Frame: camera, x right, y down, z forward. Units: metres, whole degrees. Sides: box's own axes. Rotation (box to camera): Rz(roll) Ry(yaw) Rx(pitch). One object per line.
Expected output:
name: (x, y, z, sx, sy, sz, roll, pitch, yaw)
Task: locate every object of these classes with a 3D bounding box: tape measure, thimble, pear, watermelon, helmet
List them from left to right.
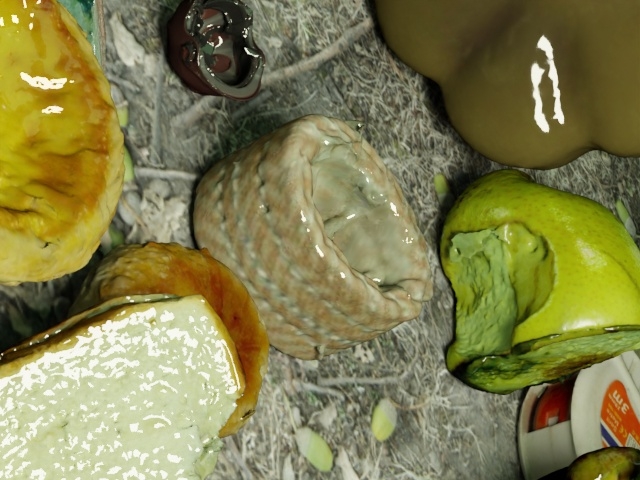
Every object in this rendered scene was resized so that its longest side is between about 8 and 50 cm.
watermelon: (-0.217, -0.178, 1.329, 0.094, 0.081, 0.180, 16, 74, -67)
helmet: (-0.112, -0.189, 1.467, 0.098, 0.070, 0.123, 3, 76, -46)
thimble: (-0.005, -0.001, 1.439, 0.229, 0.148, 0.196, 61, 35, -5)
pear: (0.252, 0.026, 1.685, 0.164, 0.238, 0.255, 16, 61, -42)
tape measure: (0.346, 0.257, 1.782, 0.258, 0.130, 0.265, 52, 43, -17)

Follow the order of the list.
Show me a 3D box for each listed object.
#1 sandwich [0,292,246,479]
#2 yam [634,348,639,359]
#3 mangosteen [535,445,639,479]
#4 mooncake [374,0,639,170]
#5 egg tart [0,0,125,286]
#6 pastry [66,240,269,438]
sandwich: (-0.151, 0.195, 1.100, 0.254, 0.099, 0.288, -21, 89, -30)
yam: (0.495, 0.170, 2.001, 0.304, 0.168, 0.168, 60, 35, -6)
mangosteen: (0.290, 0.358, 1.496, 0.313, 0.297, 0.297, 42, 40, -53)
mooncake: (0.309, -0.313, 1.764, 0.262, 0.467, 0.467, -18, 86, -62)
egg tart: (-0.289, -0.105, 1.136, 0.319, 0.128, 0.319, 33, 46, -42)
pastry: (-0.127, 0.094, 1.266, 0.192, 0.093, 0.182, 10, 65, -50)
